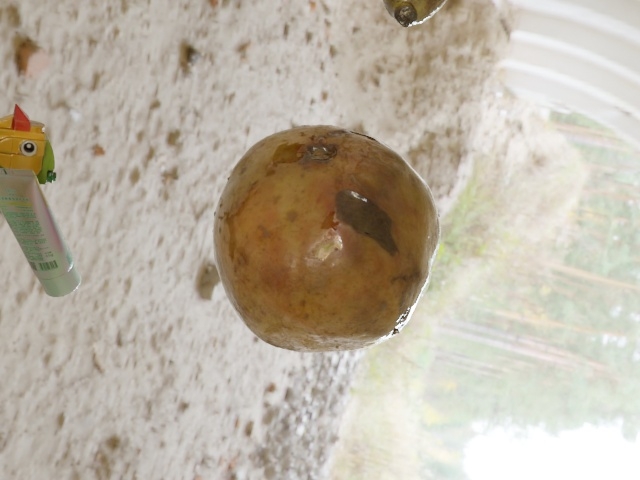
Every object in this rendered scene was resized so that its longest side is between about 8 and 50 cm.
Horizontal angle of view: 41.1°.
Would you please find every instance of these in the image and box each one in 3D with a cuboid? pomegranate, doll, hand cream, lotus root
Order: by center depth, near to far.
[{"bbox_3d":[-0.326,-0.012,0.981,0.047,0.076,0.174,-64,149,-44],"label":"hand cream"},{"bbox_3d":[0.000,0.000,1.016,0.281,0.281,0.281,14,90,-81],"label":"pomegranate"},{"bbox_3d":[-0.419,-0.088,1.049,0.106,0.186,0.134,42,-27,62],"label":"doll"},{"bbox_3d":[0.175,-0.478,1.605,0.138,0.139,0.214,93,20,-52],"label":"lotus root"}]
